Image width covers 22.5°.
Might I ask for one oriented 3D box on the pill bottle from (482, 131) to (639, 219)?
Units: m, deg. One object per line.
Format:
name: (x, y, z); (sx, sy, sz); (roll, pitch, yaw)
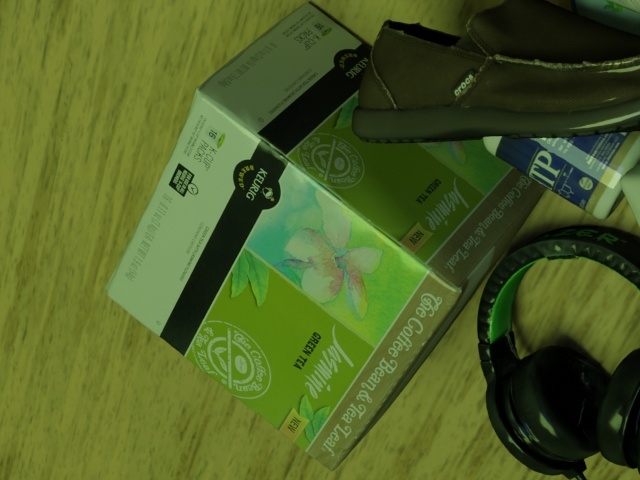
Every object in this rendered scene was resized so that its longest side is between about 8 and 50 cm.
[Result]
pill bottle: (0.218, -0.112, 1.521); (0.187, 0.112, 0.112); (33, 134, 12)

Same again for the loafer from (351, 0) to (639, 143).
loafer: (0.176, -0.152, 1.385); (0.366, 0.134, 0.130); (0, 95, 35)

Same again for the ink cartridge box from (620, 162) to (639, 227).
ink cartridge box: (0.454, 0.046, 1.313); (0.279, 0.160, 0.385); (64, 165, -17)

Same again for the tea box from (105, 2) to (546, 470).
tea box: (0.000, 0.000, 1.679); (0.323, 0.220, 0.329); (36, 135, 7)

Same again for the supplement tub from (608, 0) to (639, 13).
supplement tub: (0.315, -0.258, 1.183); (0.316, 0.228, 0.228); (31, 137, 40)

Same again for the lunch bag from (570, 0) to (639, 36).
lunch bag: (0.328, -0.201, 1.399); (0.219, 0.090, 0.176); (2, 119, 33)

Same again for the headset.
headset: (0.307, 0.172, 1.678); (0.243, 0.185, 0.394); (-3, 103, 40)
